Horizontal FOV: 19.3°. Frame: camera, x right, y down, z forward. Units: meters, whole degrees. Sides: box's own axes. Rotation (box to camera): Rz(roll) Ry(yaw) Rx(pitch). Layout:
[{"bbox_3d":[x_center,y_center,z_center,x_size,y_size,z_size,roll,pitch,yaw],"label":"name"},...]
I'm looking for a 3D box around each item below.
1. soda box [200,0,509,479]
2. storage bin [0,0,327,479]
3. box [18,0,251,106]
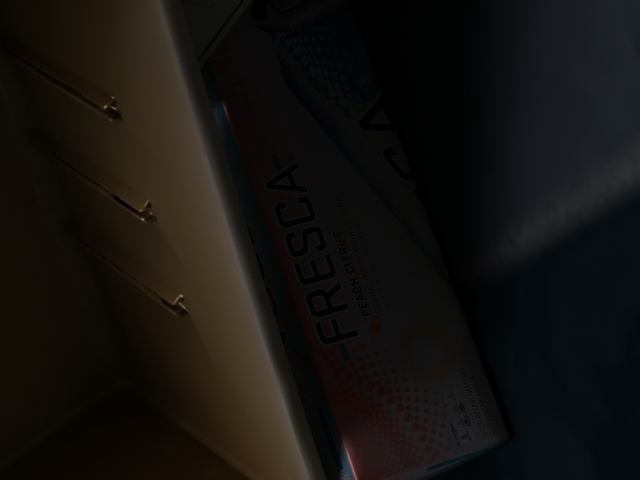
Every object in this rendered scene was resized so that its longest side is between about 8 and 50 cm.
[{"bbox_3d":[0.000,0.000,0.666,0.058,0.063,0.183,-39,68,63],"label":"soda box"},{"bbox_3d":[-0.153,0.049,0.545,0.123,0.260,0.262,31,148,42],"label":"storage bin"},{"bbox_3d":[-0.091,-0.140,0.709,0.322,0.058,0.232,142,131,-63],"label":"box"}]
